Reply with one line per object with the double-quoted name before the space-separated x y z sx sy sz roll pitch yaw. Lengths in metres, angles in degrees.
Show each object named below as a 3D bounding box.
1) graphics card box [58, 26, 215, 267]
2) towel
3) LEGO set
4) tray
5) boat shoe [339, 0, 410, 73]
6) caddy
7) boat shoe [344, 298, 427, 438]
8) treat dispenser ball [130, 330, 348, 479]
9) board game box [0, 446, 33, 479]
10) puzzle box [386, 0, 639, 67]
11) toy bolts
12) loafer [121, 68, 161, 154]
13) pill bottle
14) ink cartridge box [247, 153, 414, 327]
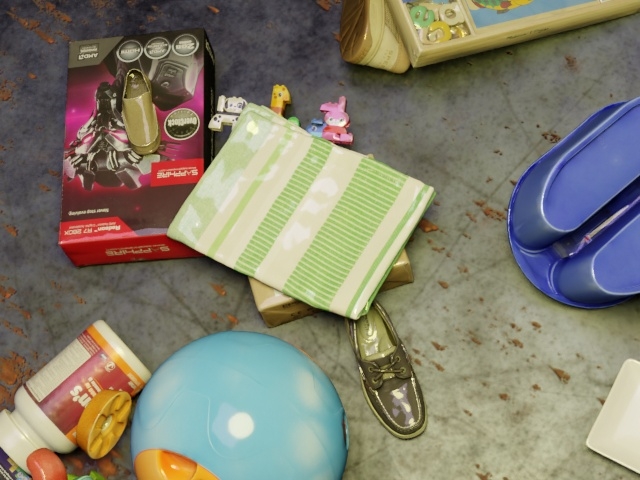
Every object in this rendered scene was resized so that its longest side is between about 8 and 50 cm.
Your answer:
"graphics card box" -0.284 -0.151 1.914 0.232 0.094 0.371 -5 65 7
"towel" -0.028 -0.045 1.760 0.324 0.038 0.248 26 73 18
"LEGO set" -0.050 -0.201 1.897 0.227 0.087 0.093 7 83 10
"tray" 0.510 0.279 1.635 0.270 0.030 0.145 25 74 18
"boat shoe" 0.101 -0.423 1.971 0.110 0.121 0.341 15 65 -23
"caddy" 0.429 -0.056 1.717 0.341 0.179 0.241 -38 90 -8
"boat shoe" 0.087 0.173 1.723 0.080 0.073 0.224 -21 65 0
"treat dispenser ball" -0.107 0.263 1.598 0.288 0.288 0.288 -3 66 8
"board game box" -0.497 0.359 1.752 0.141 0.048 0.170 -44 68 -8
"puzzle box" 0.289 -0.442 1.900 0.409 0.052 0.272 -16 71 -14
"toy bolts" -0.281 0.327 1.612 0.158 0.228 0.218 23 94 18
"loafer" -0.281 -0.200 1.855 0.056 0.050 0.148 -16 66 2
"pill bottle" -0.362 0.228 1.746 0.221 0.121 0.121 -42 67 -10
"ink cartridge box" 0.000 0.000 1.806 0.234 0.088 0.193 -19 66 2
